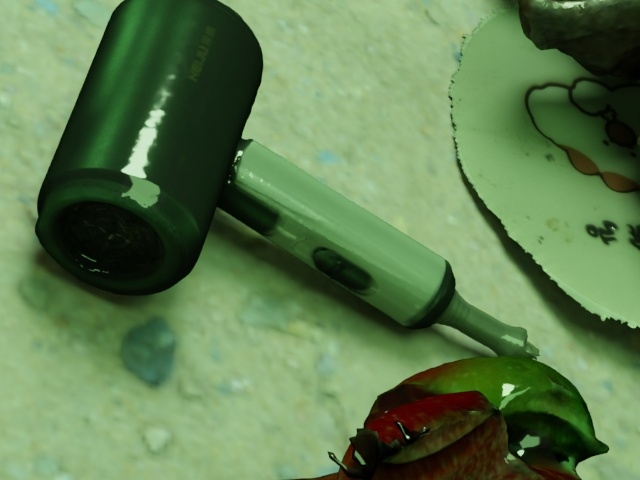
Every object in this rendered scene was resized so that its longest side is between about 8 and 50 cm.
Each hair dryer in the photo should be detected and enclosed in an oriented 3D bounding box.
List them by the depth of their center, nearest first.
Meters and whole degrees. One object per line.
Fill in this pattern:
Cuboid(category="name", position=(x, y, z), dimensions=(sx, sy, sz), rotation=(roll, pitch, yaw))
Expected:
Cuboid(category="hair dryer", position=(0.000, 0.000, 0.626), dimensions=(0.198, 0.057, 0.100), rotation=(30, 49, -19))

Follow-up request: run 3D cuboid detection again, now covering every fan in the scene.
Cuboid(category="fan", position=(0.137, -0.087, 0.791), dimensions=(0.191, 0.009, 0.329), rotation=(7, 51, -17))

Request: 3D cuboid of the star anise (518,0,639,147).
Cuboid(category="star anise", position=(0.155, -0.099, 0.753), dimensions=(0.197, 0.073, 0.212), rotation=(32, 46, 1))

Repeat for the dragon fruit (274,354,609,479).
Cuboid(category="dragon fruit", position=(0.051, 0.163, 0.481), dimensions=(0.295, 0.130, 0.268), rotation=(-10, 65, -37))
